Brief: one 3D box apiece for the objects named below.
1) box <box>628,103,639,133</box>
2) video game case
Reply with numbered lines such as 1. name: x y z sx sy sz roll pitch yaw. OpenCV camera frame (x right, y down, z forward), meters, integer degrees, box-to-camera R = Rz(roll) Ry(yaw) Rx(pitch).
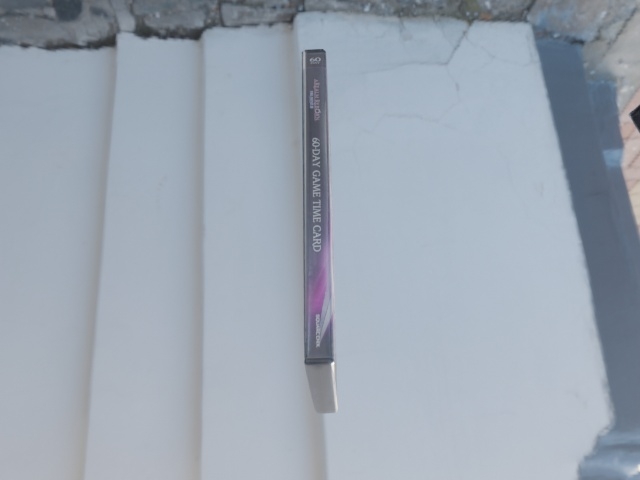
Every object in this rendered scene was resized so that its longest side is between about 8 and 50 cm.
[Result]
1. box: 0.325 -0.096 0.363 0.165 0.143 0.270 -16 161 -21
2. video game case: 0.000 0.000 0.652 0.026 0.274 0.196 -1 156 2
